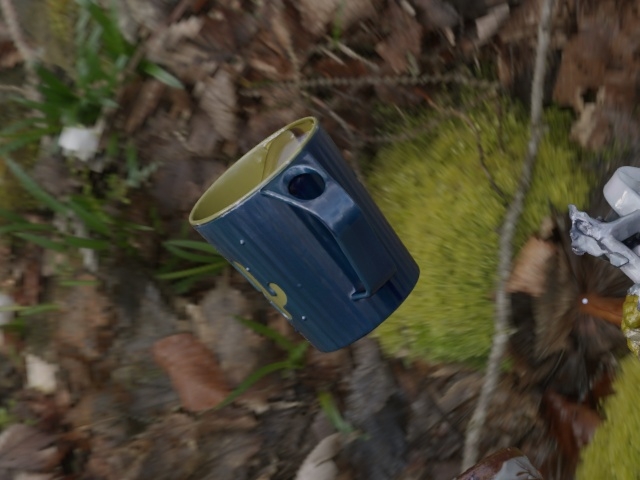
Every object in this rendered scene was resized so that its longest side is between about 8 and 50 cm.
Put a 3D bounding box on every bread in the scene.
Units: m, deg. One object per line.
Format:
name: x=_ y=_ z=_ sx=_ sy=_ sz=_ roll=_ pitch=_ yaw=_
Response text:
bread: x=0.143 y=0.263 z=1.735 sx=0.160 sy=0.160 sz=0.073 roll=-44 pitch=72 yaw=5

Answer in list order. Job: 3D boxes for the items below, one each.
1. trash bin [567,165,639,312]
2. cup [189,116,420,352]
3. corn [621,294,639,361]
trash bin: x=0.373 y=-0.068 z=1.190 sx=0.256 sy=0.296 sz=0.367 roll=50 pitch=120 yaw=37
cup: x=0.000 y=0.000 z=1.484 sx=0.131 sy=0.176 sz=0.155 roll=-44 pitch=107 yaw=-14
corn: x=0.347 y=0.041 z=1.692 sx=0.097 sy=0.262 sz=0.097 roll=18 pitch=127 yaw=25
